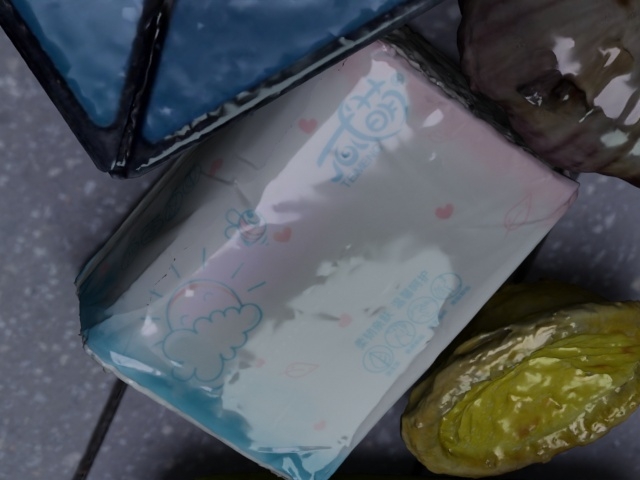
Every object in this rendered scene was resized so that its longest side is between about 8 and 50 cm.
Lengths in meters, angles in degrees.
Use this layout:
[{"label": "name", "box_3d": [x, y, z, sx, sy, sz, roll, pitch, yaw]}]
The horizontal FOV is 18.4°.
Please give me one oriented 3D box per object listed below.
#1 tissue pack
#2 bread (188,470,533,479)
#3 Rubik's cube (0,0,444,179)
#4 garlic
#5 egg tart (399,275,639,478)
[{"label": "tissue pack", "box_3d": [0.002, 0.001, 1.226, 0.201, 0.124, 0.271, 33, 106, -26]}, {"label": "bread", "box_3d": [0.064, 0.230, 1.355, 0.383, 0.112, 0.166, 3, 120, -11]}, {"label": "Rubik's cube", "box_3d": [-0.071, -0.228, 1.021, 0.260, 0.255, 0.259, -32, 117, 7]}, {"label": "garlic", "box_3d": [0.177, -0.147, 1.159, 0.245, 0.160, 0.245, 1, 88, -22]}, {"label": "egg tart", "box_3d": [0.138, 0.084, 1.294, 0.191, 0.074, 0.191, -14, 144, -11]}]
